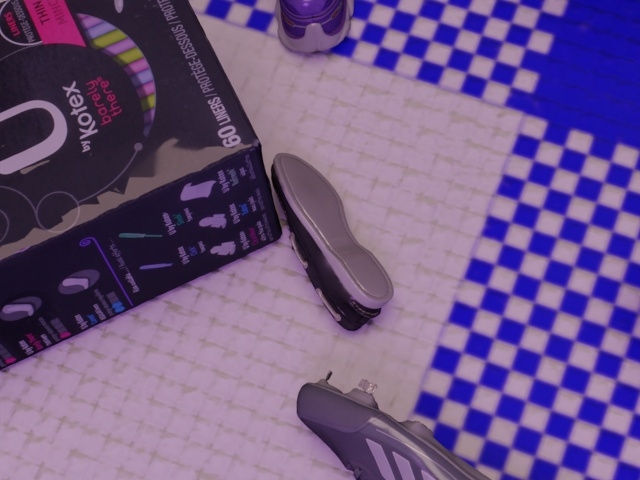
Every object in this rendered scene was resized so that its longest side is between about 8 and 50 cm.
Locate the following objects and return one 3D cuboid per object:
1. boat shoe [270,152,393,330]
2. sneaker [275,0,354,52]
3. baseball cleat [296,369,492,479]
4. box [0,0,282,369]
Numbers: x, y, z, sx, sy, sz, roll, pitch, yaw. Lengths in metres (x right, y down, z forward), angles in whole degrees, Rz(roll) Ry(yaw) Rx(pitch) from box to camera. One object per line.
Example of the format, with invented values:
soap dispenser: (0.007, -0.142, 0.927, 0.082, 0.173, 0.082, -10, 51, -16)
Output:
boat shoe: (0.000, 0.000, 0.899, 0.046, 0.038, 0.125, -10, 58, -48)
sneaker: (-0.006, -0.213, 0.971, 0.068, 0.071, 0.170, -8, 66, 0)
baseball cleat: (0.056, 0.162, 0.810, 0.206, 0.072, 0.109, 29, 79, 19)
box: (-0.181, -0.037, 0.871, 0.270, 0.143, 0.165, -26, 67, -6)
